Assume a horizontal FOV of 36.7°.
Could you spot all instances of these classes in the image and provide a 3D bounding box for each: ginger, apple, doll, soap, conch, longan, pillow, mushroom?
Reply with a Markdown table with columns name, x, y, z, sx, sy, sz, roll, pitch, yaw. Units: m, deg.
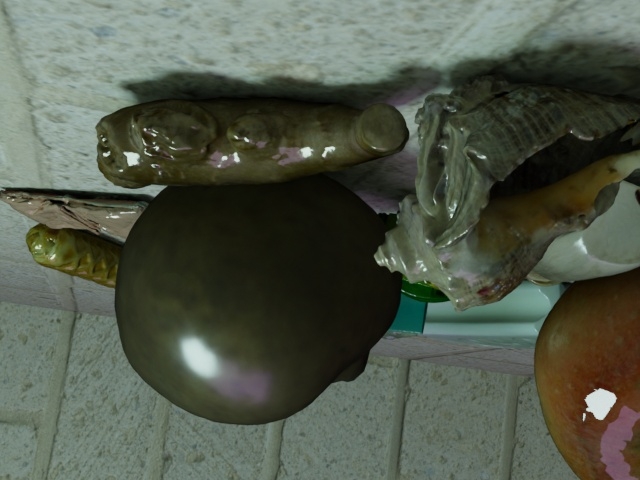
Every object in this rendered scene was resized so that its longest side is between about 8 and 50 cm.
| name | x | y | z | sx | sy | sz | roll | pitch | yaw |
| --- | --- | --- | --- | --- | --- | --- | --- | --- | --- |
| ginger | -0.068 | -0.086 | 0.827 | 0.333 | 0.080 | 0.166 | -5 | 180 | 22 |
| apple | 0.414 | 0.147 | 1.069 | 0.338 | 0.338 | 0.305 | 3 | -153 | 19 |
| doll | 0.116 | 0.012 | 1.124 | 0.134 | 0.106 | 0.186 | 18 | 172 | 16 |
| soap | 0.316 | 0.128 | 1.615 | 0.173 | 0.095 | 0.289 | 17 | 166 | -39 |
| conch | 0.148 | -0.046 | 0.700 | 0.245 | 0.163 | 0.178 | -23 | -175 | 1 |
| longan | -0.064 | 0.046 | 0.994 | 0.297 | 0.297 | 0.297 | 7 | 169 | 1 |
| pillow | -0.319 | -0.037 | 1.329 | 0.232 | 0.043 | 0.126 | 6 | 164 | 20 |
| mushroom | 0.264 | -0.004 | 0.978 | 0.096 | 0.108 | 0.247 | 49 | 162 | 0 |

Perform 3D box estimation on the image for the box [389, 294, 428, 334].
| name | x | y | z | sx | sy | sz | roll | pitch | yaw |
| --- | --- | --- | --- | --- | --- | --- | --- | --- | --- |
| box | 0.017 | 0.069 | 1.387 | 0.245 | 0.092 | 0.153 | 6 | -174 | -15 |

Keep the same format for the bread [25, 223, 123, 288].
| name | x | y | z | sx | sy | sz | roll | pitch | yaw |
| --- | --- | --- | --- | --- | --- | --- | --- | --- | --- |
| bread | -0.374 | 0.039 | 1.657 | 0.077 | 0.084 | 0.367 | -36 | 156 | 8 |

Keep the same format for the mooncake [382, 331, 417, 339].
| name | x | y | z | sx | sy | sz | roll | pitch | yaw |
| --- | --- | --- | --- | --- | --- | --- | --- | --- | --- |
| mooncake | 0.106 | 0.114 | 1.708 | 0.130 | 0.073 | 0.125 | -7 | 139 | 15 |
